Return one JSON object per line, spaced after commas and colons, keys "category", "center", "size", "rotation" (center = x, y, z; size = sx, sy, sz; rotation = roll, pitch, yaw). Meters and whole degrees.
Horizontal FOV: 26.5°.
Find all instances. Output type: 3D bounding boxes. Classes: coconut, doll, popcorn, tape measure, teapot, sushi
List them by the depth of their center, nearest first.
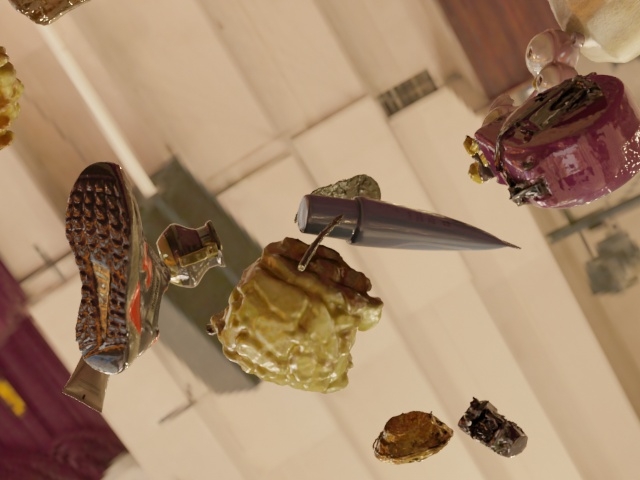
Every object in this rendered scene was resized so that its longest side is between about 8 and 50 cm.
{"category": "sushi", "center": [0.231, 0.255, 1.830], "size": [0.083, 0.084, 0.056], "rotation": [38, -91, 25]}
{"category": "tape measure", "center": [0.364, -0.148, 2.044], "size": [0.245, 0.149, 0.231], "rotation": [-32, -159, -4]}
{"category": "popcorn", "center": [-0.032, 0.124, 2.286], "size": [0.293, 0.293, 0.237], "rotation": [-120, -131, -65]}
{"category": "doll", "center": [0.391, -0.260, 2.557], "size": [0.365, 0.094, 0.160], "rotation": [123, -27, -42]}
{"category": "coconut", "center": [0.567, -0.475, 2.558], "size": [0.247, 0.245, 0.245], "rotation": [-37, -159, 26]}
{"category": "teapot", "center": [-0.247, 0.025, 2.622], "size": [0.119, 0.130, 0.165], "rotation": [-20, -171, -8]}

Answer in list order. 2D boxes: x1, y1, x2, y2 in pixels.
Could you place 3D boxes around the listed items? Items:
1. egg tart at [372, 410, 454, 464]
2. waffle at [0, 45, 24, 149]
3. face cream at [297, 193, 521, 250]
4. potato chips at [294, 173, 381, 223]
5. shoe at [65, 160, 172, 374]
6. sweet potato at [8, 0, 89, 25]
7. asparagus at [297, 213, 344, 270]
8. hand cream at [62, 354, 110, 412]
{"category": "egg tart", "center": [0.137, 0.291, 2.044], "size": [0.130, 0.052, 0.130], "rotation": [-16, -167, 4]}
{"category": "waffle", "center": [-0.477, -0.171, 1.705], "size": [0.229, 0.219, 0.057], "rotation": [-31, -116, -24]}
{"category": "face cream", "center": [0.150, -0.021, 2.362], "size": [0.385, 0.086, 0.135], "rotation": [8, -173, -19]}
{"category": "potato chips", "center": [0.033, -0.069, 2.802], "size": [0.209, 0.142, 0.026], "rotation": [-3, -147, -38]}
{"category": "shoe", "center": [-0.302, 0.036, 2.176], "size": [0.132, 0.336, 0.171], "rotation": [5, -169, 30]}
{"category": "sweet potato", "center": [-0.379, -0.516, 2.327], "size": [0.369, 0.158, 0.158], "rotation": [-37, -155, 0]}
{"category": "asparagus", "center": [0.000, 0.000, 1.989], "size": [0.016, 0.016, 0.163], "rotation": [-58, 177, 36]}
{"category": "hand cream", "center": [-0.430, 0.238, 2.591], "size": [0.054, 0.087, 0.186], "rotation": [-41, -155, 39]}
